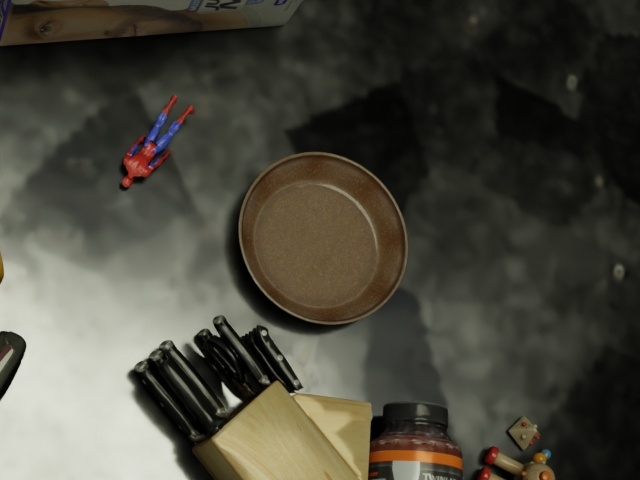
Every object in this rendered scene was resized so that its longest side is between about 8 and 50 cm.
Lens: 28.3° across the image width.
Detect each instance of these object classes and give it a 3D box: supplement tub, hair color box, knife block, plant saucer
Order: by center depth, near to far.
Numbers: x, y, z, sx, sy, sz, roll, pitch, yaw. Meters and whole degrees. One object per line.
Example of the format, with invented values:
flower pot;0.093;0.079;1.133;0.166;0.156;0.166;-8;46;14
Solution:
knife block;-0.075;0.222;1.293;0.242;0.088;0.275;9;72;-17
supplement tub;0.096;0.271;1.330;0.106;0.106;0.198;9;71;-17
hair color box;-0.174;-0.299;1.360;0.339;0.185;0.110;-7;78;-21
plant saucer;0.000;0.000;1.415;0.198;0.036;0.198;5;73;-18

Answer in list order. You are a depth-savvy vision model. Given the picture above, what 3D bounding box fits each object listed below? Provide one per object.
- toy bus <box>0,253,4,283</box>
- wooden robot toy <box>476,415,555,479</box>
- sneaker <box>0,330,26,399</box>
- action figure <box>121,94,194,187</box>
toy bus;-0.409;-0.099;1.243;0.108;0.130;0.332;-16;80;-23
wooden robot toy;0.220;0.267;1.391;0.076;0.079;0.173;28;66;-10
sneaker;-0.413;0.163;1.180;0.162;0.106;0.281;38;66;-3
action figure;-0.182;-0.104;1.385;0.038;0.030;0.115;35;70;-1
